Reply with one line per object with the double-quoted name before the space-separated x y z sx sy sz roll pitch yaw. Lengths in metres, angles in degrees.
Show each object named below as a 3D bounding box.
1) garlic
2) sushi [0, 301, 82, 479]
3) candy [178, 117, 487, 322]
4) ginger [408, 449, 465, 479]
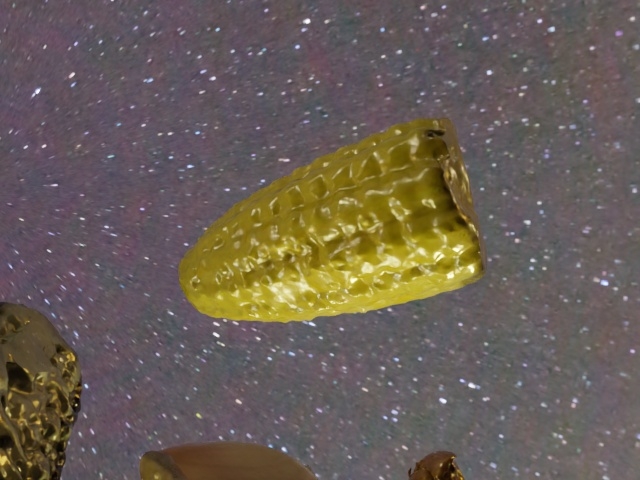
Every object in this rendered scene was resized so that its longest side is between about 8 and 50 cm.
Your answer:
"garlic" -0.094 0.310 0.934 0.112 0.143 0.318 -50 -35 1
"sushi" -0.432 0.219 0.921 0.208 0.348 0.234 -29 -65 14
"candy" 0.000 0.000 0.468 0.106 0.199 0.094 53 -151 -39
"ginger" 0.168 0.405 0.887 0.107 0.133 0.309 -11 -117 -15
